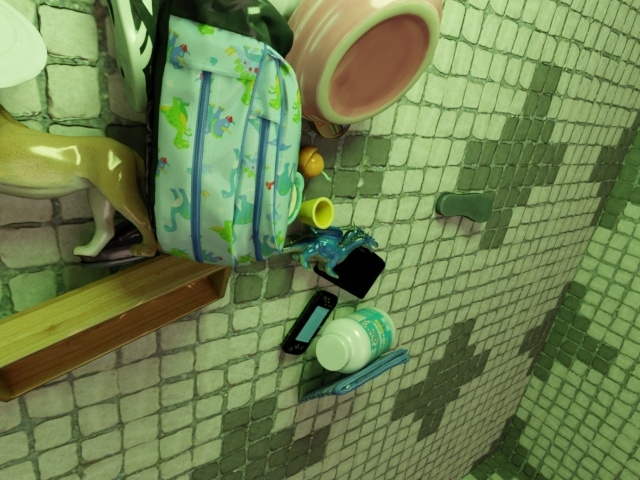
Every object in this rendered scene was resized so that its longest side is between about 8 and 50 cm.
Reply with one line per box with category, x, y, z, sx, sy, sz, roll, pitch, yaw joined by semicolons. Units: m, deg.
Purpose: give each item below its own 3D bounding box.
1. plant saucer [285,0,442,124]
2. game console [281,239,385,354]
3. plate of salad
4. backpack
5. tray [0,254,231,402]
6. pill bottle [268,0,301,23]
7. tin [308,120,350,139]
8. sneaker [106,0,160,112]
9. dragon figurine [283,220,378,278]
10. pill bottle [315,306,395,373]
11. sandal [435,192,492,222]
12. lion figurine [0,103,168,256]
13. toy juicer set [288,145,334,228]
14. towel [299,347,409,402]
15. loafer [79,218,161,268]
plant saucer;0.084;-0.328;0.735;0.332;0.084;0.332;-27;160;-11
game console;0.026;0.166;1.144;0.213;0.044;0.361;33;91;-44
plate of salad;-0.433;-0.240;0.474;0.200;0.200;0.048;2;146;-39
backpack;-0.138;-0.135;0.604;0.273;0.290;0.356;21;100;-15
tray;-0.363;0.130;0.722;0.411;0.076;0.203;-26;165;-27
pill bottle;-0.001;-0.439;0.709;0.278;0.162;0.162;-18;124;-29
tin;0.005;-0.303;0.876;0.106;0.040;0.190;-46;134;-15
sneaker;-0.249;-0.312;0.637;0.121;0.079;0.217;-20;127;-34
dragon figurine;0.000;0.000;0.988;0.289;0.085;0.144;18;94;-26
pill bottle;0.096;0.276;1.142;0.264;0.146;0.146;-5;118;-57
sandal;0.469;-0.117;1.347;0.254;0.054;0.097;7;102;-31
lion figurine;-0.389;-0.103;0.576;0.392;0.142;0.240;10;79;-42
toy juicer set;-0.092;-0.127;0.816;0.329;0.089;0.209;-2;96;-45
towel;0.089;0.399;1.184;0.243;0.040;0.336;-19;164;-27
loafer;-0.285;-0.030;0.760;0.302;0.109;0.095;-18;108;-38
